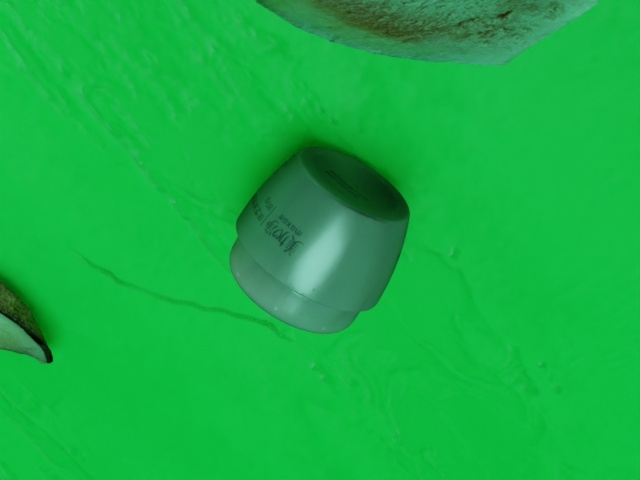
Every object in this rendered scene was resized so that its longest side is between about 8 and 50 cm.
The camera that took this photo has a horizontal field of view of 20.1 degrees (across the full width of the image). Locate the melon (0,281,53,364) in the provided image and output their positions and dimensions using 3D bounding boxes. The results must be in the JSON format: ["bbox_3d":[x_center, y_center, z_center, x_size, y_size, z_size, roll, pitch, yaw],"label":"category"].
[{"bbox_3d":[-0.289,0.046,1.371,0.182,0.054,0.098,11,130,-3],"label":"melon"}]

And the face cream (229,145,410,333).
[{"bbox_3d":[0.000,0.000,1.283,0.117,0.117,0.104,27,114,-14],"label":"face cream"}]

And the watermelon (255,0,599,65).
[{"bbox_3d":[0.086,-0.183,1.075,0.320,0.214,0.289,-41,141,-18],"label":"watermelon"}]
